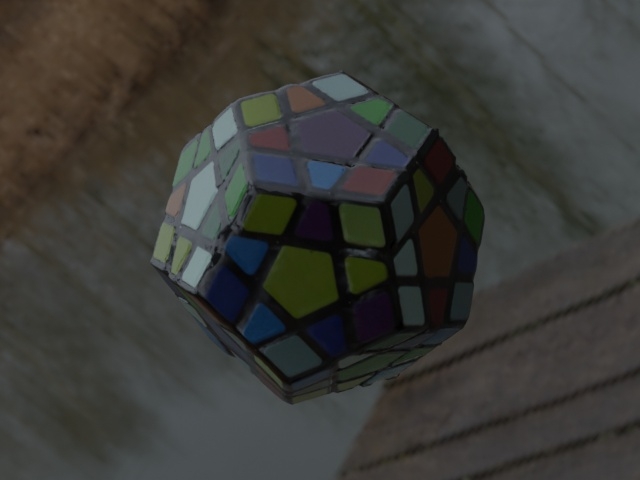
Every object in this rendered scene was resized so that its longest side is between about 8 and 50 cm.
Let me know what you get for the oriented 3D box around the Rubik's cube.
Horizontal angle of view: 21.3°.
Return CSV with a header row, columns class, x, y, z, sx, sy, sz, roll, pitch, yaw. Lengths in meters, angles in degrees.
class,x,y,z,sx,sy,sz,roll,pitch,yaw
Rubik's cube,0.000,0.000,0.672,0.112,0.133,0.133,-46,12,-13
